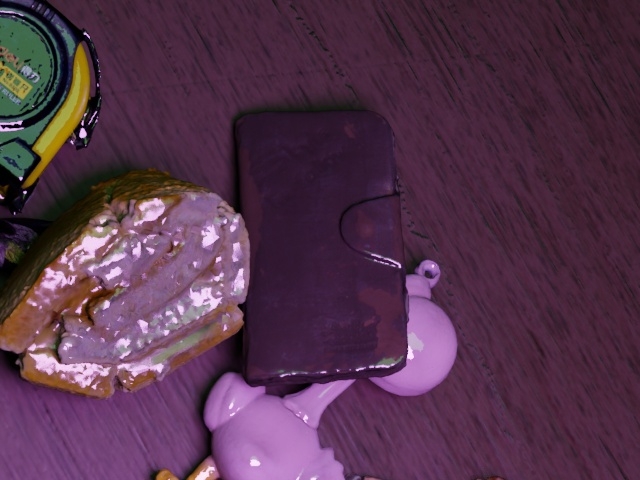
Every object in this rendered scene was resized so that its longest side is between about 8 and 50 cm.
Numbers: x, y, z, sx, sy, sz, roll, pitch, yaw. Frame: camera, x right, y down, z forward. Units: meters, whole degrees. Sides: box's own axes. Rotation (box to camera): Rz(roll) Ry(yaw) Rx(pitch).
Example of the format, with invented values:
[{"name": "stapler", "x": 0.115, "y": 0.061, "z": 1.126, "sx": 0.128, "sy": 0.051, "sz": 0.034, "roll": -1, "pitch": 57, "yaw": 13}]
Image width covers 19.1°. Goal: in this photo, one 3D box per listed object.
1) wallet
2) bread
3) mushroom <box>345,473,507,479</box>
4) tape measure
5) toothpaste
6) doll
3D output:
[{"name": "wallet", "x": 0.000, "y": 0.000, "z": 1.863, "sx": 0.165, "sy": 0.042, "sz": 0.309, "roll": -4, "pitch": 57, "yaw": 3}, {"name": "bread", "x": -0.186, "y": 0.053, "z": 1.783, "sx": 0.257, "sy": 0.124, "sz": 0.186, "roll": -36, "pitch": 110, "yaw": -17}, {"name": "mushroom", "x": 0.117, "y": 0.253, "z": 1.879, "sx": 0.187, "sy": 0.060, "sz": 0.061, "roll": 12, "pitch": 102, "yaw": -12}, {"name": "tape measure", "x": -0.308, "y": -0.147, "z": 1.825, "sx": 0.199, "sy": 0.112, "sz": 0.186, "roll": 39, "pitch": 73, "yaw": -11}, {"name": "toothpaste", "x": -0.274, "y": 0.006, "z": 1.828, "sx": 0.193, "sy": 0.045, "sz": 0.071, "roll": 8, "pitch": 79, "yaw": -23}, {"name": "doll", "x": 0.004, "y": 0.144, "z": 1.853, "sx": 0.160, "sy": 0.094, "sz": 0.365, "roll": 42, "pitch": 63, "yaw": 8}]
